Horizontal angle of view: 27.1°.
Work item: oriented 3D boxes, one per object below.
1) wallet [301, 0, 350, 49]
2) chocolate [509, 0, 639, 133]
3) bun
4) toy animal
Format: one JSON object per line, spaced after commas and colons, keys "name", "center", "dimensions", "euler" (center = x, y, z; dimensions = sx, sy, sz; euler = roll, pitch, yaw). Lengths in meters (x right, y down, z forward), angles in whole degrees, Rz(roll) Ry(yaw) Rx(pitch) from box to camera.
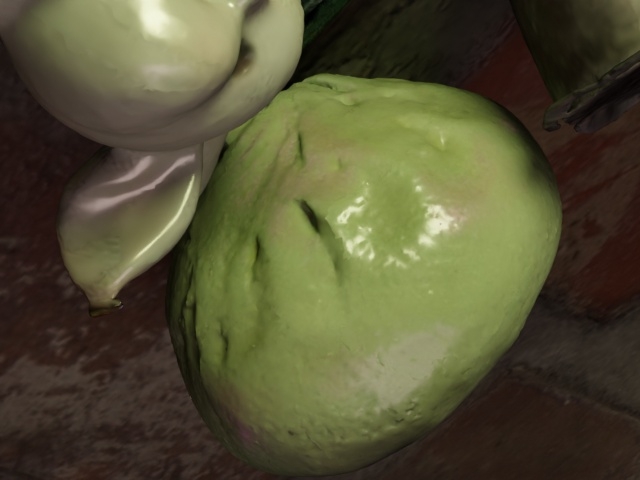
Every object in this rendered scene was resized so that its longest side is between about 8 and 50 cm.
{"name": "wallet", "center": [-0.053, -0.165, 0.764], "dimensions": [0.160, 0.055, 0.236], "euler": [26, 120, -38]}
{"name": "chocolate", "center": [0.208, -0.215, 0.725], "dimensions": [0.303, 0.213, 0.303], "euler": [-26, 175, -2]}
{"name": "bun", "center": [0.000, 0.000, 0.814], "dimensions": [0.283, 0.283, 0.179], "euler": [-41, 117, 17]}
{"name": "toy animal", "center": [-0.132, -0.124, 0.641], "dimensions": [0.310, 0.182, 0.247], "euler": [24, 129, -32]}
